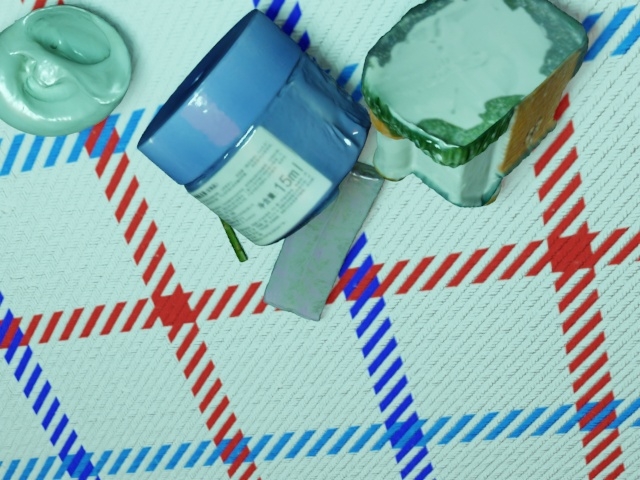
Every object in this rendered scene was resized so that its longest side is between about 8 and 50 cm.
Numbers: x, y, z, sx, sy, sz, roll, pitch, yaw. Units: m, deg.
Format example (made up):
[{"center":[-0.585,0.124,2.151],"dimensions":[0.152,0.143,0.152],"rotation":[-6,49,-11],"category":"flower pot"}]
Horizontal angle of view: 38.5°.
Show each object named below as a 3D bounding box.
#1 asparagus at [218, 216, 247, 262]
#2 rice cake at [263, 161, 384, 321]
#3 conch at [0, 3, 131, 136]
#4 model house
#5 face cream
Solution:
[{"center":[-0.148,-0.019,1.461],"dimensions":[0.015,0.018,0.127],"rotation":[-31,117,-12],"category":"asparagus"},{"center":[-0.001,-0.002,1.426],"dimensions":[0.106,0.050,0.298],"rotation":[21,123,-4],"category":"rice cake"},{"center":[-0.372,-0.242,1.301],"dimensions":[0.221,0.121,0.184],"rotation":[0,118,2],"category":"conch"},{"center":[0.188,-0.155,1.224],"dimensions":[0.190,0.271,0.301],"rotation":[38,156,24],"category":"model house"},{"center":[-0.086,-0.146,1.235],"dimensions":[0.225,0.249,0.249],"rotation":[42,120,-19],"category":"face cream"}]
